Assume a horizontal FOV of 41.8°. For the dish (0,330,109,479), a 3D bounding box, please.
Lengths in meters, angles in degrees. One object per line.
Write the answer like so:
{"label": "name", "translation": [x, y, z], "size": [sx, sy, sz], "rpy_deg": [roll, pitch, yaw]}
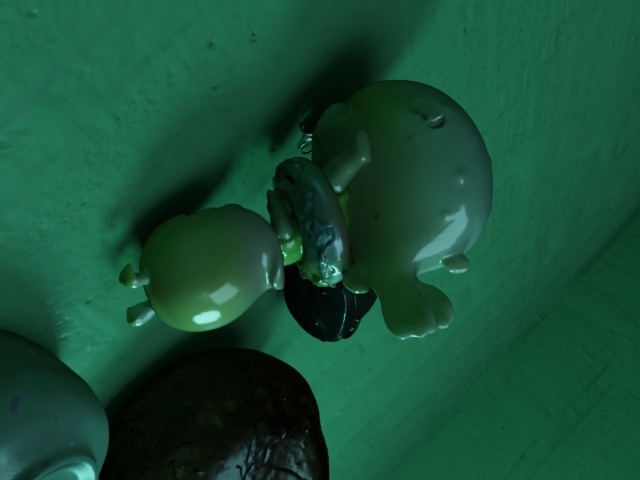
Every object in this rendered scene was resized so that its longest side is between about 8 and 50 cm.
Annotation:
{"label": "dish", "translation": [-0.280, 0.212, 0.724], "size": [0.256, 0.117, 0.256], "rpy_deg": [-49, 155, -32]}

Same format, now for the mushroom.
{"label": "mushroom", "translation": [-0.129, 0.299, 1.062], "size": [0.345, 0.345, 0.239], "rpy_deg": [-31, -169, -37]}

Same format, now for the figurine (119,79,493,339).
{"label": "figurine", "translation": [0.000, 0.000, 0.822], "size": [0.394, 0.274, 0.226], "rpy_deg": [-21, 146, -18]}

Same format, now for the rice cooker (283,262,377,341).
{"label": "rice cooker", "translation": [0.016, 0.063, 1.113], "size": [0.106, 0.112, 0.165], "rpy_deg": [-46, 160, -24]}
